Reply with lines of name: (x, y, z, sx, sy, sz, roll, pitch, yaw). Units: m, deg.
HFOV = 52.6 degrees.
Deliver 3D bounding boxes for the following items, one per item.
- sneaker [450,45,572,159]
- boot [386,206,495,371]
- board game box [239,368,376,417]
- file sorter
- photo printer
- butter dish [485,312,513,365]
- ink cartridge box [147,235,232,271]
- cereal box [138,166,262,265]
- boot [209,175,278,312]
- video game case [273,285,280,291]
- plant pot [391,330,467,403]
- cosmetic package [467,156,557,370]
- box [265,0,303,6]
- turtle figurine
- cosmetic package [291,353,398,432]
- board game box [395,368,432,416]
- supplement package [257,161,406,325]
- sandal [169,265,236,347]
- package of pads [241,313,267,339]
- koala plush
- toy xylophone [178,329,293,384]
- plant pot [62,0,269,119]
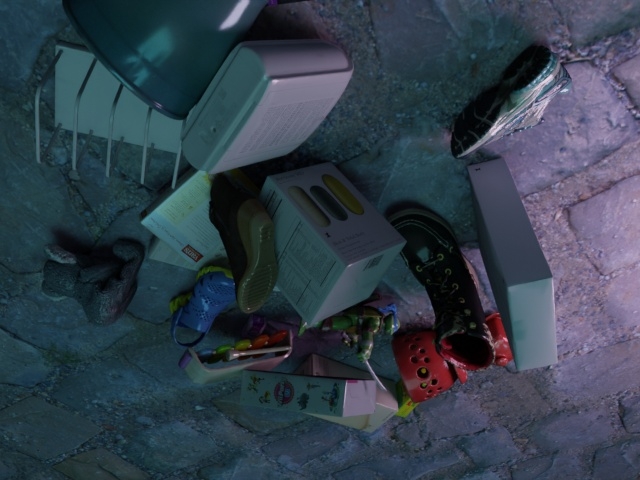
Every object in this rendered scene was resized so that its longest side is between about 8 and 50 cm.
sneaker: (0.390, -0.252, 1.321, 0.122, 0.110, 0.283, 27, 128, -28)
boot: (0.292, 0.119, 1.544, 0.138, 0.284, 0.377, -25, 130, 21)
board game box: (-0.029, 0.407, 1.735, 0.303, 0.098, 0.224, -1, 167, 25)
file sorter: (-0.395, -0.233, 1.271, 0.277, 0.173, 0.193, 11, 133, -12)
photo printer: (-0.084, -0.254, 1.201, 0.107, 0.307, 0.256, 51, 127, 11)
butter dish: (0.505, 0.303, 1.841, 0.160, 0.118, 0.160, 27, 126, -24)
ink cartridge box: (-0.284, 0.002, 1.588, 0.224, 0.056, 0.181, 16, 132, -31)
cereal box: (-0.261, -0.075, 1.456, 0.240, 0.047, 0.173, -39, 126, 5)
boot: (-0.175, 0.007, 1.388, 0.090, 0.207, 0.248, -10, 124, -35)
video game case: (-0.106, 0.078, 1.677, 0.157, 0.019, 0.143, 11, 132, -11)
plant pot: (0.310, 0.342, 1.832, 0.174, 0.191, 0.191, -23, 131, 7)
cosmetic package: (0.416, 0.046, 1.415, 0.097, 0.377, 0.284, -15, 133, 11)
box: (-0.031, -0.483, 1.143, 0.162, 0.029, 0.116, -5, 134, 5)
turtle figurine: (0.070, 0.276, 1.740, 0.266, 0.198, 0.275, 10, 119, 0)
cosmetic package: (0.067, 0.475, 1.996, 0.309, 0.113, 0.160, 23, 129, -20)
board game box: (0.283, 0.457, 1.998, 0.043, 0.092, 0.181, 18, 130, -16)
supplement package: (0.000, 0.000, 1.398, 0.199, 0.263, 0.198, -20, 149, -43)
sandal: (-0.296, 0.177, 1.659, 0.126, 0.138, 0.317, 22, 139, -23)
package of pads: (-0.187, 0.246, 1.826, 0.050, 0.032, 0.083, 15, 131, -19)
koala plush: (-0.576, 0.096, 1.581, 0.221, 0.203, 0.196, 22, 130, -5)
toy xylophone: (-0.206, 0.307, 1.747, 0.322, 0.081, 0.236, -1, 152, -38)
plant pot: (-0.233, -0.387, 1.083, 0.255, 0.272, 0.271, -38, 125, 13)
